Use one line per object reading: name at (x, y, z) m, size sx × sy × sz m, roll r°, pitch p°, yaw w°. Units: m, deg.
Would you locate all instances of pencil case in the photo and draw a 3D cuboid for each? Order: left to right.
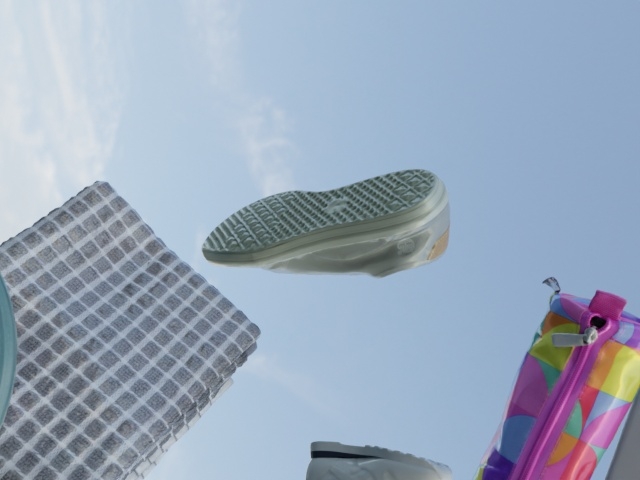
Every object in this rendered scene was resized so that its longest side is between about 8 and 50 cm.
pencil case at (0.189, 0.152, 0.631) m, size 0.104 × 0.104 × 0.236 m, roll 26°, pitch -84°, yaw 47°

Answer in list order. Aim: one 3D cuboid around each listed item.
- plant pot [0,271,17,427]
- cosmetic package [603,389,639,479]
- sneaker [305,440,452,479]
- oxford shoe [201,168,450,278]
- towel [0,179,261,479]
plant pot at (-0.339, 0.062, 0.437) m, size 0.196 × 0.293 × 0.293 m, roll 140°, pitch -67°, yaw -71°
cosmetic package at (0.443, 0.175, 0.793) m, size 0.217 × 0.156 × 0.384 m, roll 22°, pitch -88°, yaw 29°
sneaker at (0.075, 0.332, 1.052) m, size 0.235 × 0.090 × 0.094 m, roll -12°, pitch -125°, yaw 43°
oxford shoe at (0.000, 0.000, 1.183) m, size 0.450 × 0.169 × 0.130 m, roll -8°, pitch -52°, yaw 34°
towel at (-0.215, 0.099, 0.689) m, size 0.235 × 0.283 × 0.121 m, roll 38°, pitch -38°, yaw 8°
